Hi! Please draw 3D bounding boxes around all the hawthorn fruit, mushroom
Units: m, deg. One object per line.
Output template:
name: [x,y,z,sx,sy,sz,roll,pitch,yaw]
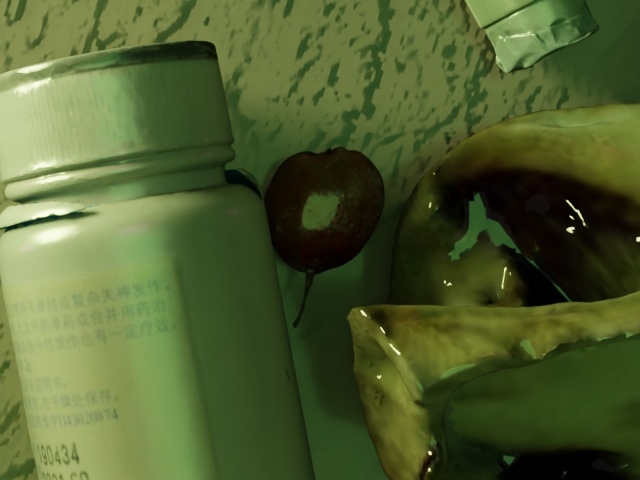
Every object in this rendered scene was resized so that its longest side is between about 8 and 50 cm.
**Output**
hawthorn fruit: [0.000,0.000,0.819,0.067,0.067,0.103,7,74,-7]
mushroom: [0.146,0.062,0.822,0.292,0.212,0.217,-23,138,-18]

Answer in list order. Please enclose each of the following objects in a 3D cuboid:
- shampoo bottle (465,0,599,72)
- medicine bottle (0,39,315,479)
shampoo bottle: [0.088,-0.200,0.838,0.072,0.049,0.212,-29,95,-10]
medicine bottle: [-0.090,0.034,0.774,0.143,0.143,0.258,-10,94,-7]
